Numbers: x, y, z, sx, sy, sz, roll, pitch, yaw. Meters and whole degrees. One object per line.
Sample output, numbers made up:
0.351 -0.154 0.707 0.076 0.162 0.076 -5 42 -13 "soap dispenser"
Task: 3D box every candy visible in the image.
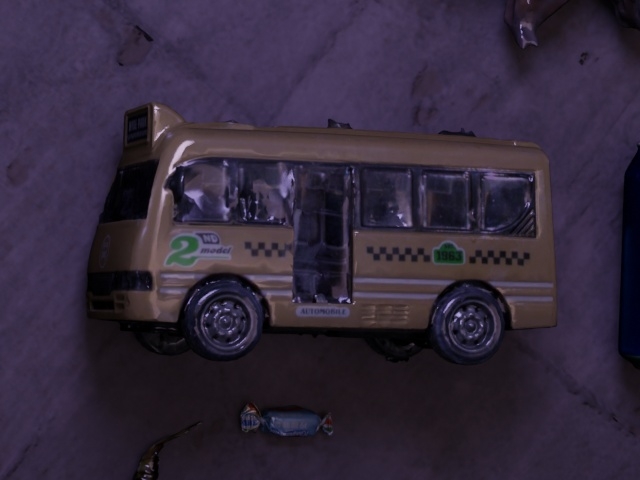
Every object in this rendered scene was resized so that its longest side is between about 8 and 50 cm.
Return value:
-0.028 0.151 1.627 0.083 0.020 0.030 2 93 -19 "candy"

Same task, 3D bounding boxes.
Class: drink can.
0.322 0.013 1.689 0.118 0.118 0.205 0 92 -18 "drink can"

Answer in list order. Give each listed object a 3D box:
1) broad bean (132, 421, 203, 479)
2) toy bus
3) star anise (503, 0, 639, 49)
-0.087 0.317 1.596 0.098 0.056 0.318 -20 96 -16 "broad bean"
0.000 0.000 1.555 0.365 0.177 0.202 2 88 -22 "toy bus"
0.238 -0.290 1.657 0.316 0.139 0.359 -16 112 -10 "star anise"
